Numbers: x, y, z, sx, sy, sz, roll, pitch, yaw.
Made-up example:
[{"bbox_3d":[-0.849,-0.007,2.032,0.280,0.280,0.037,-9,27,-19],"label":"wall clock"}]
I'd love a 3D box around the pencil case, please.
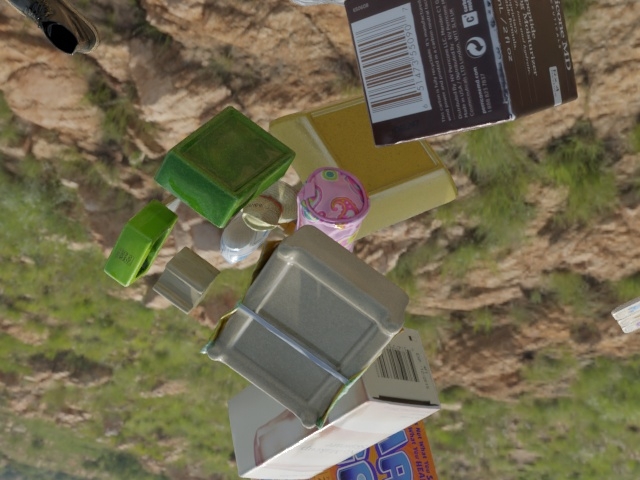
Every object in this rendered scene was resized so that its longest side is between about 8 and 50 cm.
[{"bbox_3d":[0.000,0.000,1.215,0.124,0.124,0.284,13,146,-5],"label":"pencil case"}]

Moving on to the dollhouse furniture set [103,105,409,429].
[{"bbox_3d":[-0.055,0.031,0.782,0.301,0.151,0.197,36,122,0],"label":"dollhouse furniture set"}]

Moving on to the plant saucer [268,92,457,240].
[{"bbox_3d":[0.108,-0.195,1.518,0.333,0.332,0.081,-22,159,-28],"label":"plant saucer"}]

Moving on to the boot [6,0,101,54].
[{"bbox_3d":[-0.468,-0.387,1.164,0.198,0.137,0.077,32,105,-15],"label":"boot"}]

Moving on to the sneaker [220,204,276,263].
[{"bbox_3d":[-0.140,-0.041,1.533,0.085,0.237,0.086,38,144,7],"label":"sneaker"}]

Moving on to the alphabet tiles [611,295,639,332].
[{"bbox_3d":[0.632,0.080,1.166,0.278,0.021,0.284,-31,149,18],"label":"alphabet tiles"}]

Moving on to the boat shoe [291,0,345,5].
[{"bbox_3d":[0.004,-0.435,1.152,0.267,0.096,0.088,34,-170,36],"label":"boat shoe"}]

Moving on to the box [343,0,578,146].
[{"bbox_3d":[0.162,-0.210,0.778,0.167,0.168,0.203,-7,-170,40],"label":"box"}]

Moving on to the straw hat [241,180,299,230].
[{"bbox_3d":[-0.105,-0.050,1.240,0.145,0.061,0.144,8,145,5],"label":"straw hat"}]

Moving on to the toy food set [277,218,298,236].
[{"bbox_3d":[-0.032,-0.105,1.783,0.104,0.232,0.111,36,170,-23],"label":"toy food set"}]

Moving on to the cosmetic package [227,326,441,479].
[{"bbox_3d":[0.010,0.242,1.027,0.153,0.129,0.296,15,138,-38],"label":"cosmetic package"}]

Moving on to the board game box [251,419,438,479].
[{"bbox_3d":[0.051,0.614,1.831,0.357,0.356,0.356,-7,168,-33],"label":"board game box"}]
